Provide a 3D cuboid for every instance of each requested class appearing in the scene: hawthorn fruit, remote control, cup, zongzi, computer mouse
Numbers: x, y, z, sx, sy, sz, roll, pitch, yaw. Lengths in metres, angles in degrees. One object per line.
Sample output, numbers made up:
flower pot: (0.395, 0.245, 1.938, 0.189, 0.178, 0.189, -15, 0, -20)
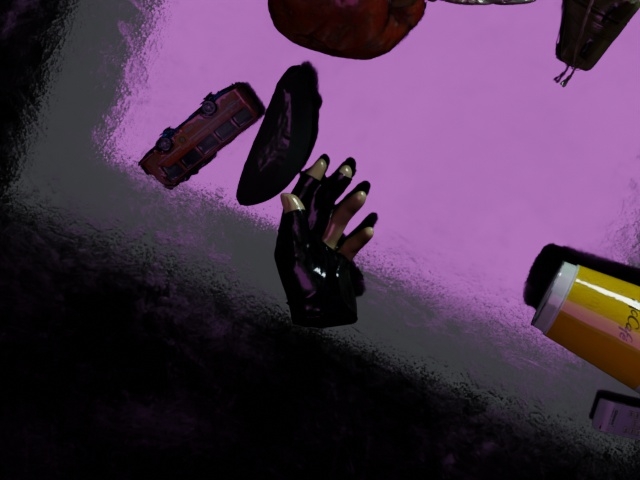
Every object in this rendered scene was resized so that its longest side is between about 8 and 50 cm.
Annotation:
hawthorn fruit: (0.037, -0.417, 1.697, 0.258, 0.258, 0.262, -38, 75, 13)
remote control: (0.589, 0.334, 1.909, 0.166, 0.029, 0.065, 13, 103, -1)
cup: (0.521, 0.151, 1.802, 0.280, 0.196, 0.196, 27, 104, 8)
zongzi: (0.423, -0.384, 1.760, 0.178, 0.081, 0.189, 44, 119, 18)
computer mouse: (-0.063, -0.173, 1.817, 0.086, 0.137, 0.269, 24, 105, 6)

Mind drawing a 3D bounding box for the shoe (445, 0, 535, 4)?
shoe: (0.279, -0.443, 1.741, 0.180, 0.089, 0.092, 1, 104, 4)

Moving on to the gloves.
gloves: (-0.006, 0.005, 1.834, 0.152, 0.197, 0.301, 11, 87, 38)

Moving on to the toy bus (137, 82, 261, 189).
toy bus: (-0.219, -0.189, 1.868, 0.235, 0.073, 0.096, -39, 102, 12)
